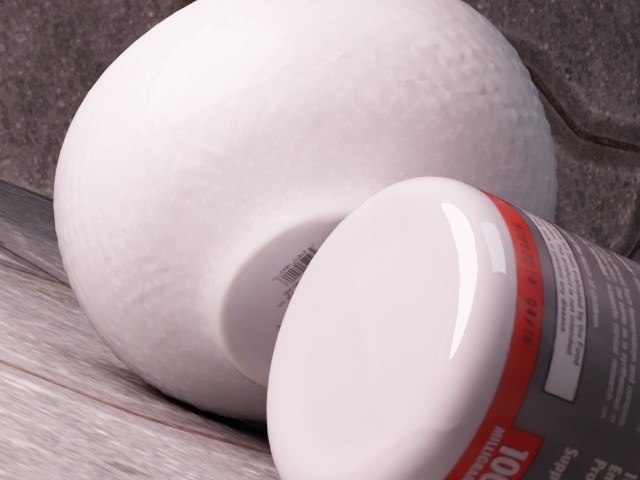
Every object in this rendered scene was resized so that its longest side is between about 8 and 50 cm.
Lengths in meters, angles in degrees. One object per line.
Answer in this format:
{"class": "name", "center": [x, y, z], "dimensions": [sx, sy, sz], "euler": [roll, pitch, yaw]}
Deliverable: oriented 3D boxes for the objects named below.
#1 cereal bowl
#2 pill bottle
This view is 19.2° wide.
{"class": "cereal bowl", "center": [0.000, 0.000, 1.241], "dimensions": [0.339, 0.339, 0.141], "euler": [23, 31, -30]}
{"class": "pill bottle", "center": [0.167, 0.116, 1.148], "dimensions": [0.363, 0.210, 0.210], "euler": [23, 2, -29]}
